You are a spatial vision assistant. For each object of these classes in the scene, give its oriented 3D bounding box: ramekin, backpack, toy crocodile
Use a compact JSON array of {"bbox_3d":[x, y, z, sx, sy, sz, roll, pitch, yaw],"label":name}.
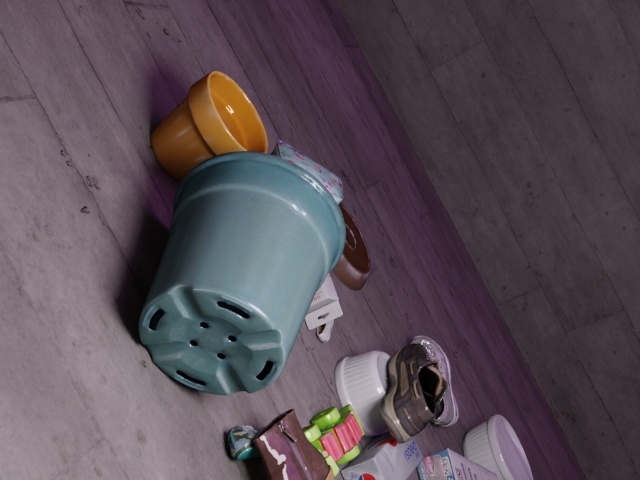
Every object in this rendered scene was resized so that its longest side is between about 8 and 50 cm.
[{"bbox_3d":[0.552,0.693,2.629,0.273,0.127,0.272,48,26,-32],"label":"ramekin"},{"bbox_3d":[-0.065,-0.077,1.790,0.225,0.191,0.253,32,27,-15],"label":"backpack"},{"bbox_3d":[0.027,0.422,1.757,0.115,0.105,0.340,65,21,4],"label":"toy crocodile"},{"bbox_3d":[0.135,0.370,2.067,0.207,0.109,0.207,50,25,-32],"label":"ramekin"}]

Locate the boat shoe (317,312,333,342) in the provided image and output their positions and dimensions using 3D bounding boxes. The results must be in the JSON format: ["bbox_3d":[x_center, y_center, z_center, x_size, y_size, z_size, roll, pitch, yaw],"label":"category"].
[{"bbox_3d":[0.007,0.207,2.069,0.035,0.035,0.100,54,29,-30],"label":"boat shoe"}]

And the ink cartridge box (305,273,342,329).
[{"bbox_3d":[-0.027,0.112,1.999,0.060,0.104,0.180,19,47,-61],"label":"ink cartridge box"}]

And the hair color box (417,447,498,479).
[{"bbox_3d":[0.395,0.699,2.285,0.347,0.105,0.173,38,32,-48],"label":"hair color box"}]

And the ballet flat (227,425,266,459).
[{"bbox_3d":[-0.109,0.374,1.564,0.188,0.070,0.070,33,36,-58],"label":"ballet flat"}]

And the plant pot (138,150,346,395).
[{"bbox_3d":[-0.151,0.072,1.499,0.341,0.341,0.334,52,32,-26],"label":"plant pot"}]

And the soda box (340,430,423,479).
[{"bbox_3d":[0.148,0.518,1.945,0.098,0.091,0.286,65,21,6],"label":"soda box"}]

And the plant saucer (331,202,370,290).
[{"bbox_3d":[0.064,-0.004,2.433,0.310,0.050,0.310,49,26,-34],"label":"plant saucer"}]

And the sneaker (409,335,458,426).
[{"bbox_3d":[0.332,0.413,2.478,0.115,0.105,0.281,14,52,-63],"label":"sneaker"}]

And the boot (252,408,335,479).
[{"bbox_3d":[-0.073,0.442,1.484,0.248,0.090,0.206,-37,100,-52],"label":"boot"}]

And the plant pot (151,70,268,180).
[{"bbox_3d":[-0.246,-0.222,1.771,0.205,0.188,0.205,49,24,-31],"label":"plant pot"}]

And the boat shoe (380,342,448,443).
[{"bbox_3d":[0.241,0.350,1.999,0.132,0.130,0.355,57,22,-15],"label":"boat shoe"}]
